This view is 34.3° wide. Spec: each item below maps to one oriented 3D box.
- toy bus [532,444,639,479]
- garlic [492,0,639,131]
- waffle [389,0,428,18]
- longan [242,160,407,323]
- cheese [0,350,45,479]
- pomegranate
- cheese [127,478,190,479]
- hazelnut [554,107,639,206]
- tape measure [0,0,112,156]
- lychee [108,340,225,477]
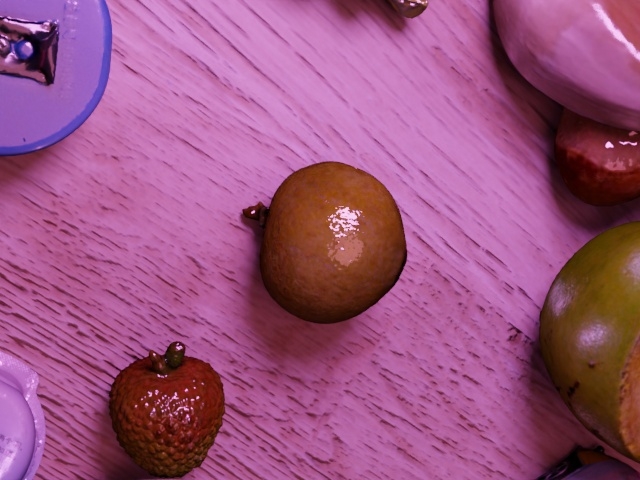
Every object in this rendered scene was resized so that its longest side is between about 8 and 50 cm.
[{"bbox_3d":[0.233,0.392,1.143,0.386,0.162,0.171,-30,105,-15],"label":"toy bus"},{"bbox_3d":[0.293,-0.197,1.046,0.318,0.112,0.143,34,94,13],"label":"garlic"},{"bbox_3d":[0.055,-0.398,1.019,0.297,0.073,0.317,33,78,-27],"label":"waffle"},{"bbox_3d":[0.000,0.000,1.025,0.155,0.176,0.145,-64,156,-25],"label":"longan"},{"bbox_3d":[-0.330,0.212,0.932,0.135,0.052,0.245,35,57,-23],"label":"cheese"},{"bbox_3d":[0.387,0.059,1.115,0.309,0.216,0.359,4,107,-20],"label":"pomegranate"},{"bbox_3d":[-0.202,0.264,1.009,0.235,0.127,0.050,7,60,-7],"label":"cheese"},{"bbox_3d":[0.329,-0.108,1.134,0.143,0.143,0.154,37,92,-21],"label":"hazelnut"},{"bbox_3d":[-0.303,-0.109,0.915,0.215,0.098,0.352,4,98,-20],"label":"tape measure"},{"bbox_3d":[-0.146,0.162,1.000,0.114,0.114,0.147,-11,120,-19],"label":"lychee"}]
